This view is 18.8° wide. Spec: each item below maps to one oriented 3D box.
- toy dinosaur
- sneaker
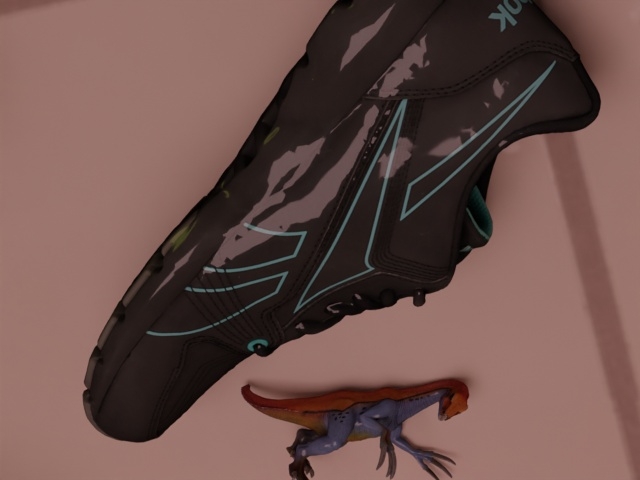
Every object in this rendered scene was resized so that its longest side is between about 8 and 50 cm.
[{"bbox_3d":[0.021,0.075,0.833,0.082,0.047,0.090,-40,86,8],"label":"toy dinosaur"},{"bbox_3d":[0.000,0.000,0.772,0.106,0.101,0.267,37,117,-4],"label":"sneaker"}]
